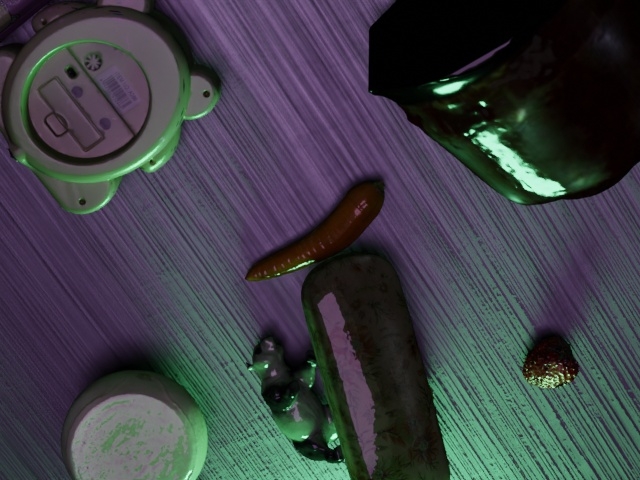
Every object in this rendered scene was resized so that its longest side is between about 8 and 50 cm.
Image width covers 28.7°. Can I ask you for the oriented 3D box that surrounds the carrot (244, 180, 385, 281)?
[{"bbox_3d":[0.000,0.001,1.928,0.271,0.062,0.066,-40,135,19],"label":"carrot"}]

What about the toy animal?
[{"bbox_3d":[-0.035,0.252,1.995,0.121,0.094,0.225,-14,117,48],"label":"toy animal"}]

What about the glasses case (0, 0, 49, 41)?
[{"bbox_3d":[-0.462,-0.370,1.803,0.316,0.076,0.123,-35,85,15],"label":"glasses case"}]

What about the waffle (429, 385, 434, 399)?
[{"bbox_3d":[0.119,0.326,2.040,0.160,0.046,0.192,-15,112,-1],"label":"waffle"}]

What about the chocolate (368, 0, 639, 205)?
[{"bbox_3d":[0.295,-0.215,1.703,0.383,0.384,0.331,-31,119,13],"label":"chocolate"}]

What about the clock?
[{"bbox_3d":[-0.325,-0.219,1.842,0.309,0.114,0.284,-34,103,12],"label":"clock"}]

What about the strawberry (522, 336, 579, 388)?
[{"bbox_3d":[0.358,0.195,1.966,0.083,0.083,0.096,34,137,-8],"label":"strawberry"}]

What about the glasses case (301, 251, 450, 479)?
[{"bbox_3d":[0.087,0.226,1.933,0.156,0.098,0.425,-18,99,-13],"label":"glasses case"}]

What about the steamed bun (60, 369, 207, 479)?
[{"bbox_3d":[-0.297,0.313,2.008,0.231,0.145,0.232,-1,102,-5],"label":"steamed bun"}]
